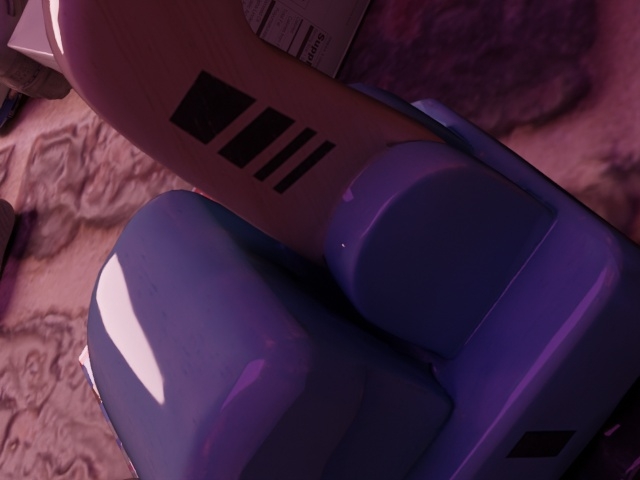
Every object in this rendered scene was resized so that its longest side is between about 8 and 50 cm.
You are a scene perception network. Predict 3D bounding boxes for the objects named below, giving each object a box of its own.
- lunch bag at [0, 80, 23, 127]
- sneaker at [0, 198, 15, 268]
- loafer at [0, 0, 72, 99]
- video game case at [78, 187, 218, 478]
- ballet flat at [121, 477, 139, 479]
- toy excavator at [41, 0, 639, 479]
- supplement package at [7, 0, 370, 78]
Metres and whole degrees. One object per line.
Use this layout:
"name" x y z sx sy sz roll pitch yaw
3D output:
"lunch bag" -0.397 -0.214 1.362 0.219 0.090 0.176 13 81 51
"sneaker" -0.353 0.021 1.215 0.070 0.051 0.134 1 68 51
"loafer" -0.333 -0.244 1.142 0.319 0.111 0.112 41 108 34
"video game case" -0.077 0.093 0.880 0.204 0.025 0.285 -55 39 12
"ballet flat" -0.116 0.192 0.621 0.072 0.068 0.213 -35 12 14
"toy excavator" 0.000 0.000 0.504 0.433 0.445 0.222 -55 40 11
"supplement package" -0.101 -0.200 0.972 0.262 0.145 0.204 20 85 52
